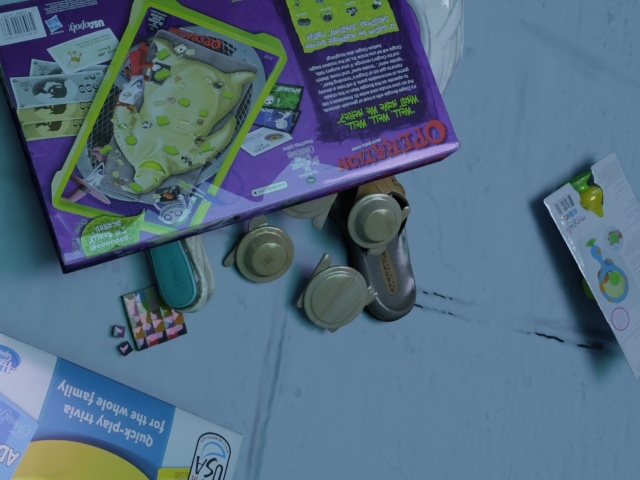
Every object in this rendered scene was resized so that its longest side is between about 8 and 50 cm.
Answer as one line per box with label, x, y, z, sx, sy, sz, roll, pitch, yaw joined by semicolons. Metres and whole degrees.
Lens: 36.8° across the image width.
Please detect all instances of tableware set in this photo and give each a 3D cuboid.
tableware set;0.000;0.000;0.884;0.168;0.020;0.141;31;97;-27

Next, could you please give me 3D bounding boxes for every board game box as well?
board game box;-0.073;-0.122;0.789;0.346;0.056;0.208;-17;81;-20
board game box;-0.207;0.259;0.672;0.253;0.079;0.336;31;60;-35

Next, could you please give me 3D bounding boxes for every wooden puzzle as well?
wooden puzzle;-0.142;0.064;0.822;0.083;0.006;0.049;-18;97;-36

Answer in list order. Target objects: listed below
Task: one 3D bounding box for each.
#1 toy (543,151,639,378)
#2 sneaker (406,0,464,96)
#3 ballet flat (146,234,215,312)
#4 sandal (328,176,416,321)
toy;0.349;0.029;1.151;0.137;0.056;0.237;-31;99;-30
sneaker;0.091;-0.255;0.968;0.152;0.114;0.305;33;67;-61
ballet flat;-0.130;-0.020;0.817;0.052;0.057;0.168;-20;97;-70
sandal;0.052;-0.023;0.936;0.090;0.060;0.219;-23;100;-35
